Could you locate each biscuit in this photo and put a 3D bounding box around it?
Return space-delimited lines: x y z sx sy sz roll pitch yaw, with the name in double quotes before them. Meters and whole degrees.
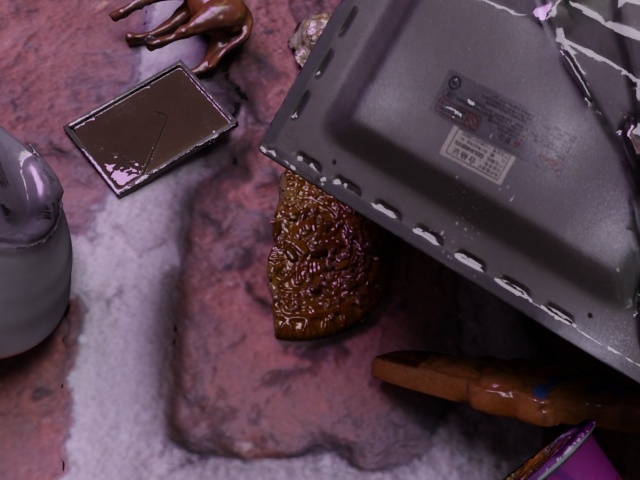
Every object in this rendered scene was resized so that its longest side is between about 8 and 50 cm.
"biscuit" 0.011 0.007 0.925 0.126 0.025 0.206 5 54 -6
"biscuit" 0.177 0.123 0.797 0.280 0.183 0.043 11 91 25

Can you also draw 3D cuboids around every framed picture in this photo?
"framed picture" -0.176 -0.119 0.983 0.149 0.011 0.109 -34 65 -17

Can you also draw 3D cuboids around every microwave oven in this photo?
"microwave oven" 0.222 -0.055 0.778 0.432 0.374 0.236 32 99 14

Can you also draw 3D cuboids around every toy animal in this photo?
"toy animal" -0.145 -0.304 1.102 0.229 0.066 0.224 -40 66 -20

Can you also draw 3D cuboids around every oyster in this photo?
"oyster" 0.039 -0.247 1.103 0.165 0.053 0.108 -28 52 -18

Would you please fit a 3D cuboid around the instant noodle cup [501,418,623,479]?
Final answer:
"instant noodle cup" 0.148 0.271 0.633 0.251 0.251 0.190 -31 73 -27

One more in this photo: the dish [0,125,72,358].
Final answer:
"dish" -0.297 -0.033 0.781 0.260 0.085 0.260 37 30 -26
